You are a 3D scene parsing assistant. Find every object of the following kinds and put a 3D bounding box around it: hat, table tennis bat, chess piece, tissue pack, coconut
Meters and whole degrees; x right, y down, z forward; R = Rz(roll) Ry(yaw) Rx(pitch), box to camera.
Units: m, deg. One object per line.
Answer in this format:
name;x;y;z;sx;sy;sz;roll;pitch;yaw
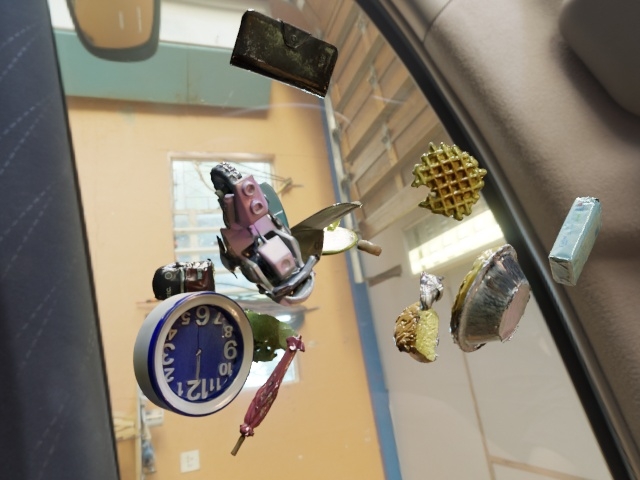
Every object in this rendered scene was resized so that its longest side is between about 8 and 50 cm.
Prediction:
hat;0.000;0.000;1.120;0.214;0.244;0.149;-21;96;-69
table tennis bat;0.044;-0.029;1.829;0.369;0.224;0.054;-71;157;-63
chess piece;0.164;0.026;1.486;0.083;0.083;0.038;22;-88;68
tissue pack;0.870;0.003;1.521;0.089;0.177;0.263;19;-112;43
coconut;-0.140;0.215;0.990;0.158;0.055;0.133;-38;-89;29

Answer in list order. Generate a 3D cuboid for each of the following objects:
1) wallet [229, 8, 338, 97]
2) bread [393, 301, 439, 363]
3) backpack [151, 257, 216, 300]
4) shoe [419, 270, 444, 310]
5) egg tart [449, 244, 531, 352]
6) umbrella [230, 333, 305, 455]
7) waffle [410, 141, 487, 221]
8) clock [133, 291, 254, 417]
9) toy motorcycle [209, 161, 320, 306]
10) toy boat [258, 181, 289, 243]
wallet;-0.102;-0.566;1.360;0.172;0.318;0.045;-71;-157;14
bread;0.386;0.377;1.821;0.147;0.160;0.260;-29;-150;37
backpack;-0.360;0.114;1.183;0.106;0.165;0.120;170;-87;-73
shoe;0.421;0.195;1.683;0.180;0.092;0.089;-74;160;-47
egg tart;0.346;0.123;0.883;0.094;0.234;0.234;25;-62;42
umbrella;-0.067;0.192;0.564;0.027;0.025;0.165;8;-119;49
waffle;0.440;-0.207;1.536;0.056;0.261;0.250;177;-64;-84
clock;-0.237;0.214;0.857;0.083;0.230;0.230;-5;-93;39
toy motorcycle;-0.104;0.007;0.846;0.188;0.143;0.327;24;-38;43
toy boat;-0.126;-0.039;1.015;0.110;0.091;0.175;-22;-84;52
